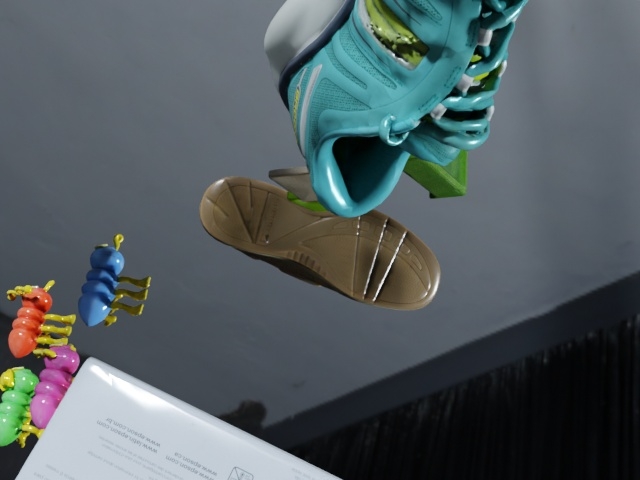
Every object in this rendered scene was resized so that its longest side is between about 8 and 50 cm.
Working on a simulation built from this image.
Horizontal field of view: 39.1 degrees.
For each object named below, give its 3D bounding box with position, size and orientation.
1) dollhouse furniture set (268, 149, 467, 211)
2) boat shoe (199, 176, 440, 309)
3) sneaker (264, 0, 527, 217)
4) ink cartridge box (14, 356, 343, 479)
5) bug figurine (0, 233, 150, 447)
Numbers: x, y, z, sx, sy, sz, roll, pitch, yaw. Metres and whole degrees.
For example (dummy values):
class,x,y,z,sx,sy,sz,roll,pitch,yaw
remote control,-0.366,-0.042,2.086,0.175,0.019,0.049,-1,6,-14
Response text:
class,x,y,z,sx,sy,sz,roll,pitch,yaw
dollhouse furniture set,0.045,-0.198,0.965,0.197,0.302,0.151,-4,165,26
boat shoe,0.000,0.000,1.232,0.341,0.122,0.110,23,174,-9
sneaker,0.057,-0.092,0.392,0.107,0.110,0.275,-2,163,-21
ink cartridge box,-0.138,0.314,0.768,0.324,0.330,0.071,24,163,10
bug figurine,-0.296,0.116,1.000,0.072,0.216,0.279,26,148,-31
